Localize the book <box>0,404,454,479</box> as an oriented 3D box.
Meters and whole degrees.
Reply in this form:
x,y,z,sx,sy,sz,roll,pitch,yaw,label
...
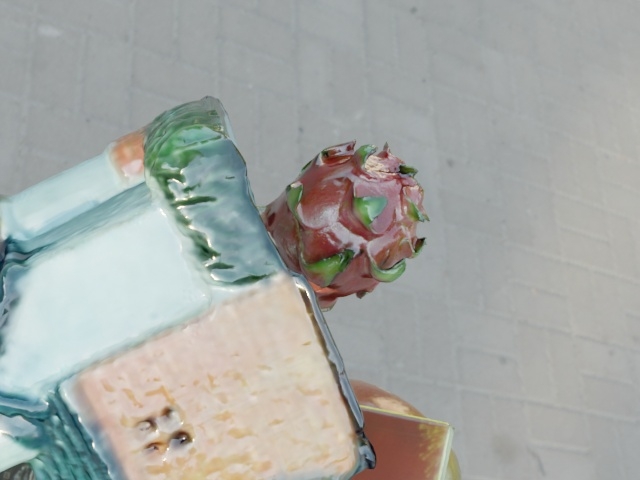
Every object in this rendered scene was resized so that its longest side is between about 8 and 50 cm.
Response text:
x,y,z,sx,sy,sz,roll,pitch,yaw,label
-0.104,0.233,0.792,0.028,0.374,0.262,44,57,-62,book

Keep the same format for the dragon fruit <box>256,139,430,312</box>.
x,y,z,sx,sy,sz,roll,pitch,yaw,label
-0.002,-0.003,0.965,0.135,0.236,0.137,-29,92,-52,dragon fruit

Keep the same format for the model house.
x,y,z,sx,sy,sz,roll,pitch,yaw,label
-0.142,0.071,0.673,0.291,0.184,0.253,-24,108,-11,model house

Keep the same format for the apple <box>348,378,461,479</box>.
x,y,z,sx,sy,sz,roll,pitch,yaw,label
0.038,0.340,1.421,0.277,0.319,0.319,-37,92,-23,apple
